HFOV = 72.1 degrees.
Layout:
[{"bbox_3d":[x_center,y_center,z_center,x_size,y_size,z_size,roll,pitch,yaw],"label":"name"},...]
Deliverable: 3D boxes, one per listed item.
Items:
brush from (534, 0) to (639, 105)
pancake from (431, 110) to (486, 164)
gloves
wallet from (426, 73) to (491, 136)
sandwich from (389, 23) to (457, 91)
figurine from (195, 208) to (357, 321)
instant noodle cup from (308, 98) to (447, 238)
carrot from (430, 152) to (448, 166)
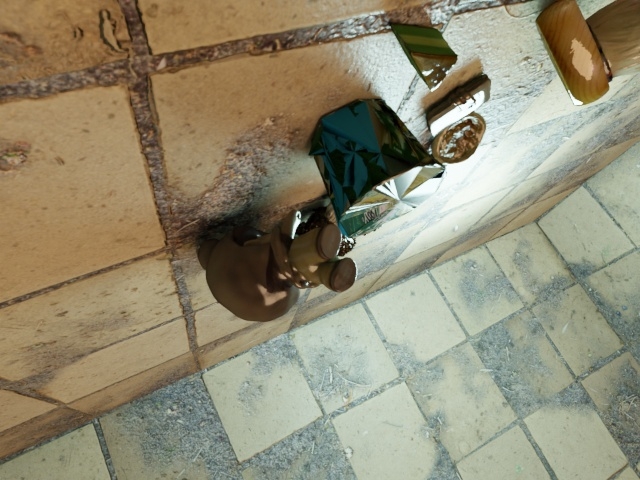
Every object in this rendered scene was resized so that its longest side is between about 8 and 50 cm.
[{"bbox_3d":[0.510,-0.377,0.811,0.166,0.174,0.267,-27,154,34],"label":"brush"},{"bbox_3d":[0.344,-0.253,1.089,0.152,0.025,0.151,-11,132,-13],"label":"pancake"},{"bbox_3d":[-0.005,-0.006,1.140,0.312,0.135,0.210,-34,165,24],"label":"gloves"},{"bbox_3d":[0.305,-0.294,0.970,0.153,0.039,0.118,-32,163,14],"label":"wallet"},{"bbox_3d":[0.147,-0.289,0.702,0.116,0.074,0.074,-13,156,-35],"label":"sandwich"},{"bbox_3d":[-0.094,0.062,0.927,0.380,0.203,0.248,-15,135,43],"label":"figurine"},{"bbox_3d":[0.098,-0.143,0.851,0.240,0.178,0.240,-25,161,-9],"label":"instant noodle cup"},{"bbox_3d":[0.244,-0.163,1.188,0.358,0.074,0.074,-36,160,13],"label":"carrot"}]
